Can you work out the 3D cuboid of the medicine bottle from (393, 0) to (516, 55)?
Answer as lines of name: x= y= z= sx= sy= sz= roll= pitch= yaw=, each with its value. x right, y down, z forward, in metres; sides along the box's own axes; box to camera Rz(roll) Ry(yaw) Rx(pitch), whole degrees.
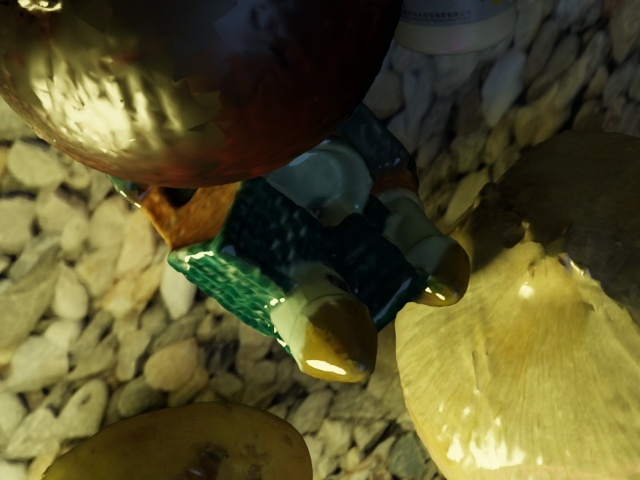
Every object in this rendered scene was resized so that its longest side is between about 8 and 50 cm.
medicine bottle: x=0.097 y=-0.245 z=0.774 sx=0.103 sy=0.103 sz=0.186 roll=-19 pitch=125 yaw=-16

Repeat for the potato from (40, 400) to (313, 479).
potato: x=-0.131 y=0.228 z=0.905 sx=0.262 sy=0.165 sz=0.165 roll=-23 pitch=125 yaw=-21

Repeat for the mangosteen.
mangosteen: x=-0.084 y=-0.182 z=0.620 sx=0.297 sy=0.293 sz=0.297 roll=2 pitch=104 yaw=9

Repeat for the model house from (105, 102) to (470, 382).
model house: x=0.000 y=0.000 z=0.755 sx=0.184 sy=0.291 sz=0.253 roll=-43 pitch=127 yaw=8

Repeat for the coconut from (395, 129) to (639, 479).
coconut: x=0.252 y=0.088 z=0.871 sx=0.405 sy=0.404 sz=0.404 roll=-12 pitch=122 yaw=-20
